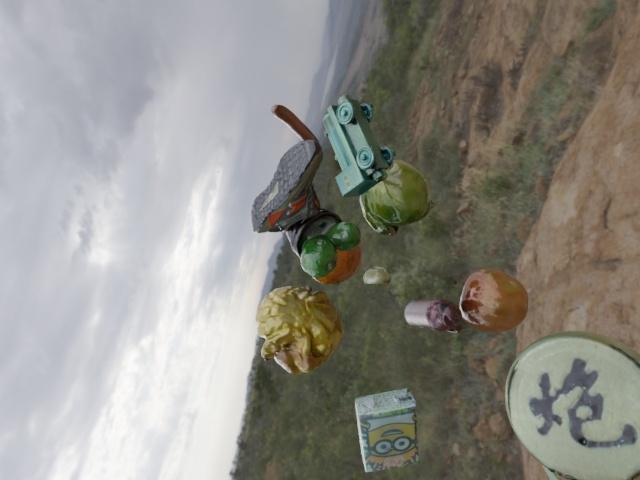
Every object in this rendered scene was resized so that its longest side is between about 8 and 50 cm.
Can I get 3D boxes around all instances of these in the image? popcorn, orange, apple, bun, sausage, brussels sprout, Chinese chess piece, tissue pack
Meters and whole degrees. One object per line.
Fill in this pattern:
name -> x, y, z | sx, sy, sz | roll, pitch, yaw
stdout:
popcorn -> -0.094, 0.352, 1.723 | 0.349, 0.349, 0.381 | -83, 15, -50
orange -> 0.041, 0.053, 1.725 | 0.240, 0.240, 0.240 | -169, 90, -87
apple -> 0.625, 0.224, 1.627 | 0.253, 0.254, 0.253 | -169, 90, -87
bun -> 0.173, 0.108, 1.391 | 0.086, 0.086, 0.054 | 136, 131, -84
sausage -> -0.068, -0.317, 1.255 | 0.043, 0.186, 0.043 | -24, 48, 29
brussels sprout -> 0.275, -0.158, 1.664 | 0.294, 0.259, 0.227 | 67, -149, -23
Chinese chess piece -> 0.624, 0.392, 1.072 | 0.146, 0.349, 0.349 | 20, -101, -53
tissue pack -> 0.265, 0.748, 1.770 | 0.128, 0.228, 0.310 | -103, 4, -67

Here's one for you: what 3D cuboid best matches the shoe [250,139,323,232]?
shoe -> -0.056, -0.127, 1.269 | 0.336, 0.171, 0.132 | -48, 43, 37

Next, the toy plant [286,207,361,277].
toy plant -> 0.000, 0.000, 1.365 | 0.235, 0.218, 0.175 | 34, 149, 43

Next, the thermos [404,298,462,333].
thermos -> 0.400, 0.269, 1.563 | 0.330, 0.110, 0.136 | 133, 117, -79

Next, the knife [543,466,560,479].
knife -> 0.700, 0.717, 1.329 | 0.043, 0.020, 0.293 | -53, 42, 42

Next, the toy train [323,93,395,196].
toy train -> 0.102, -0.296, 1.411 | 0.194, 0.120, 0.298 | -34, 72, 45
